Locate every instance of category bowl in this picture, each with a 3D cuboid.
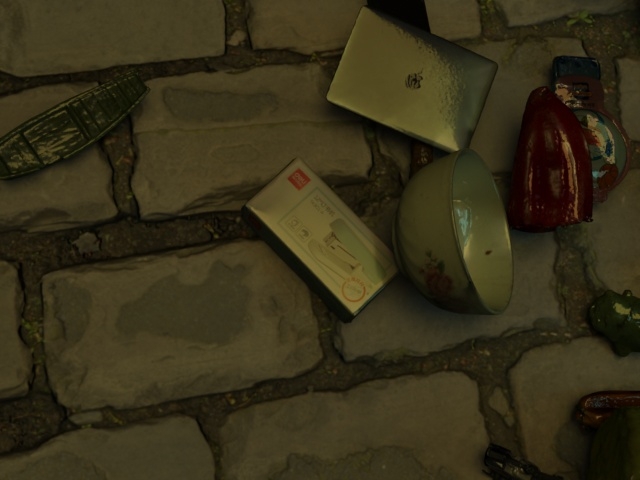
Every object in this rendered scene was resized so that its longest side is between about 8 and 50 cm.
[{"bbox_3d":[0.207,-0.005,1.608,0.145,0.277,0.277,-11,73,29],"label":"bowl"}]

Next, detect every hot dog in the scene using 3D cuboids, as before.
[{"bbox_3d":[0.517,0.290,1.655,0.188,0.055,0.072,2,45,-13],"label":"hot dog"}]

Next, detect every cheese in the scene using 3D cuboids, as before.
[{"bbox_3d":[0.474,-0.203,1.778,0.188,0.074,0.286,3,74,-9],"label":"cheese"}]

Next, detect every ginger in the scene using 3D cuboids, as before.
[{"bbox_3d":[0.611,0.122,1.679,0.289,0.089,0.137,-15,111,11],"label":"ginger"}]

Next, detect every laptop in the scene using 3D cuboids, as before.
[{"bbox_3d":[0.161,-0.277,1.706,0.269,0.015,0.188,22,84,-8],"label":"laptop"}]

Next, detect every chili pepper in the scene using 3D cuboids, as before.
[{"bbox_3d":[0.396,-0.139,1.678,0.136,0.144,0.253,-1,93,-8],"label":"chili pepper"}]

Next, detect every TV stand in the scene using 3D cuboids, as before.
[{"bbox_3d":[0.139,-0.428,1.786,0.088,0.083,0.270,-8,77,-12],"label":"TV stand"}]

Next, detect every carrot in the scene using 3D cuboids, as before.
[{"bbox_3d":[0.178,-0.176,1.730,0.049,0.049,0.255,1,80,-8],"label":"carrot"}]

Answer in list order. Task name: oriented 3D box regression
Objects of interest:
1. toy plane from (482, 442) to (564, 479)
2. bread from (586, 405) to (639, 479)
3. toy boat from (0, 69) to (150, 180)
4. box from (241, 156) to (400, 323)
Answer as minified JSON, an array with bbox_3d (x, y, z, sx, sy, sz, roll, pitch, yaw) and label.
[{"bbox_3d":[0.335,0.382,1.593,0.197,0.078,0.053,32,70,-12],"label":"toy plane"},{"bbox_3d":[0.570,0.417,1.487,0.307,0.348,0.348,8,73,-1],"label":"bread"},{"bbox_3d":[-0.419,-0.189,1.646,0.293,0.055,0.093,-33,81,-15],"label":"toy boat"},{"bbox_3d":[0.000,0.000,1.645,0.135,0.079,0.269,-42,85,-17],"label":"box"}]
